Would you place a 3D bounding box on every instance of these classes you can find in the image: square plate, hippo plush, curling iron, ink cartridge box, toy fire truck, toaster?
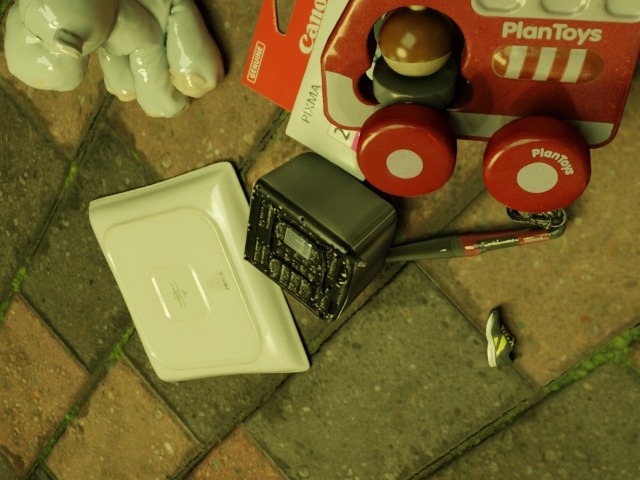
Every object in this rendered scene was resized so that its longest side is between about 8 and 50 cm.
[{"bbox_3d":[-0.214,0.074,1.275,0.344,0.049,0.347,-11,105,38],"label":"square plate"},{"bbox_3d":[-0.265,-0.266,1.027,0.294,0.236,0.234,-37,88,40],"label":"hippo plush"},{"bbox_3d":[0.181,-0.009,0.979,0.274,0.035,0.068,-19,79,43],"label":"curling iron"},{"bbox_3d":[0.012,-0.248,0.963,0.239,0.060,0.275,33,126,16],"label":"ink cartridge box"},{"bbox_3d":[0.151,-0.179,0.755,0.302,0.169,0.254,8,137,10],"label":"toy fire truck"},{"bbox_3d":[0.000,0.000,1.025,0.186,0.110,0.168,37,145,18],"label":"toaster"}]

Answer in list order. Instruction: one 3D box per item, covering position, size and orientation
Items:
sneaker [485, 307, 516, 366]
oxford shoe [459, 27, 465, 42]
[{"bbox_3d":[0.230,0.123,1.011,0.035,0.031,0.083,0,116,20],"label":"sneaker"},{"bbox_3d":[0.179,-0.314,0.809,0.096,0.083,0.227,-1,123,32],"label":"oxford shoe"}]
